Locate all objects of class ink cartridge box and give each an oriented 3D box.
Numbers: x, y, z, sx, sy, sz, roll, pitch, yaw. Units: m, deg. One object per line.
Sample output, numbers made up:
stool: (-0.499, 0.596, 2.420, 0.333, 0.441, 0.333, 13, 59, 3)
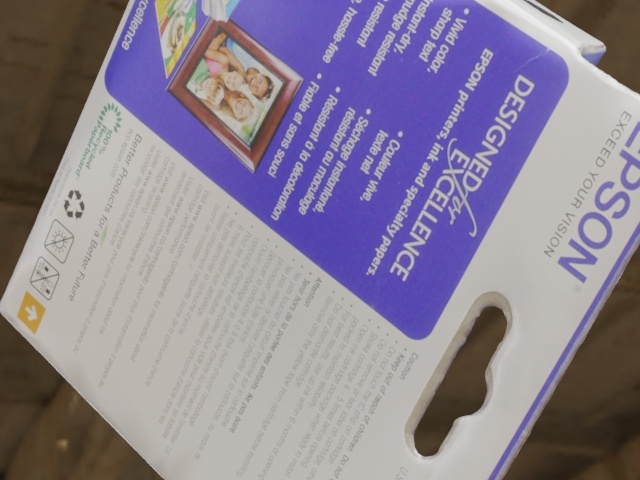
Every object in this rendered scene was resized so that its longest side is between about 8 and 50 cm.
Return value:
ink cartridge box: (0.000, 0.000, 0.501, 0.045, 0.208, 0.206, -2, -54, -52)
